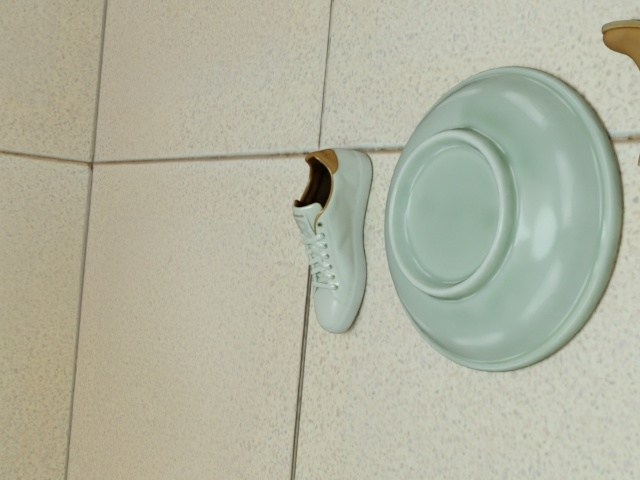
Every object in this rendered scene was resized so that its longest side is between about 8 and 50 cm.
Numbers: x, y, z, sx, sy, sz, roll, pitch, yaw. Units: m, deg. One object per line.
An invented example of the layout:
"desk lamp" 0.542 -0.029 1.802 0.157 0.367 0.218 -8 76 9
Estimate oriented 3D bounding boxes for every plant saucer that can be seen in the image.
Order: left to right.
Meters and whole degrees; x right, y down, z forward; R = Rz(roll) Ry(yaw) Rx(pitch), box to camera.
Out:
"plant saucer" 0.192 -0.031 1.178 0.401 0.101 0.400 -8 81 53

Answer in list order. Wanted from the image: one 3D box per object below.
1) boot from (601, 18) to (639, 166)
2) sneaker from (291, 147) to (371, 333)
"boot" 0.364 -0.153 0.980 0.197 0.073 0.152 33 116 54
"sneaker" 0.000 0.000 1.420 0.106 0.123 0.290 3 90 52
